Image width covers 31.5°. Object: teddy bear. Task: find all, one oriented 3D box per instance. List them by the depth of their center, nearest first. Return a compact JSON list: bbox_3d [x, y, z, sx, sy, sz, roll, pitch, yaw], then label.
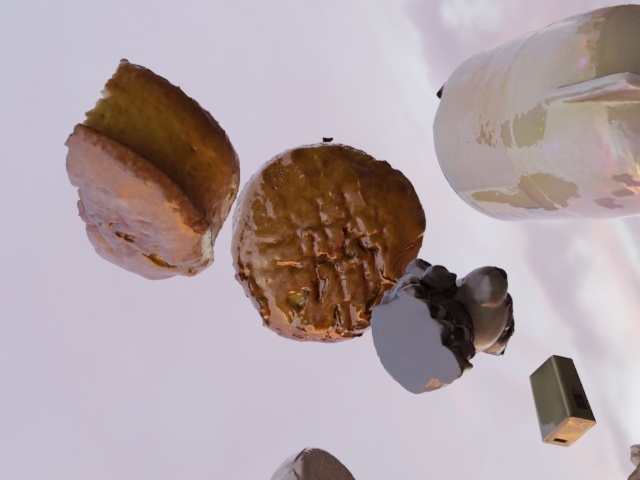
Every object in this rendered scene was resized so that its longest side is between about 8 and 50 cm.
[{"bbox_3d":[0.165,0.086,1.476,0.171,0.144,0.251,39,-145,16],"label":"teddy bear"}]

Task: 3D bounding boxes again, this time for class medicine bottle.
[{"bbox_3d":[0.317,-0.141,1.285,0.236,0.235,0.406,69,161,-7],"label":"medicine bottle"}]

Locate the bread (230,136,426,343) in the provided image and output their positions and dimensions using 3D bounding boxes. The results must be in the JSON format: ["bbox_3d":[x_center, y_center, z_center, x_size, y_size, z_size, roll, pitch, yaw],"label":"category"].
[{"bbox_3d":[0.000,0.000,2.198,0.398,0.398,0.215,63,178,-20],"label":"bread"}]

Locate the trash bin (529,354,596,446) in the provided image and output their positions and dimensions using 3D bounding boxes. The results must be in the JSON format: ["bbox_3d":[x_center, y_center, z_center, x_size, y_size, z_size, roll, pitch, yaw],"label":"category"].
[{"bbox_3d":[0.287,0.192,1.363,0.043,0.061,0.092,13,-135,-25],"label":"trash bin"}]

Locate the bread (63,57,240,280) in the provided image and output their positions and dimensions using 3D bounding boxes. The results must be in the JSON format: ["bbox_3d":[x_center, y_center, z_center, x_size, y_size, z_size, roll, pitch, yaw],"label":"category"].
[{"bbox_3d":[-0.201,-0.068,1.493,0.340,0.178,0.194,90,-160,-60],"label":"bread"}]

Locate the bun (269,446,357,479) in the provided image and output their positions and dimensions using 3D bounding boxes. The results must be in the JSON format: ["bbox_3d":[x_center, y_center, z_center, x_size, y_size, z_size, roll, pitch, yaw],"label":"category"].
[{"bbox_3d":[-0.024,0.488,1.881,0.263,0.175,0.263,51,-161,-26],"label":"bun"}]

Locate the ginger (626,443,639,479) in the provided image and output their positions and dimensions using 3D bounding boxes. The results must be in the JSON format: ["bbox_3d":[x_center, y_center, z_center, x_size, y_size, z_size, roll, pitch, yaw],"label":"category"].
[{"bbox_3d":[0.300,0.326,1.116,0.081,0.148,0.334,37,-110,-31],"label":"ginger"}]
